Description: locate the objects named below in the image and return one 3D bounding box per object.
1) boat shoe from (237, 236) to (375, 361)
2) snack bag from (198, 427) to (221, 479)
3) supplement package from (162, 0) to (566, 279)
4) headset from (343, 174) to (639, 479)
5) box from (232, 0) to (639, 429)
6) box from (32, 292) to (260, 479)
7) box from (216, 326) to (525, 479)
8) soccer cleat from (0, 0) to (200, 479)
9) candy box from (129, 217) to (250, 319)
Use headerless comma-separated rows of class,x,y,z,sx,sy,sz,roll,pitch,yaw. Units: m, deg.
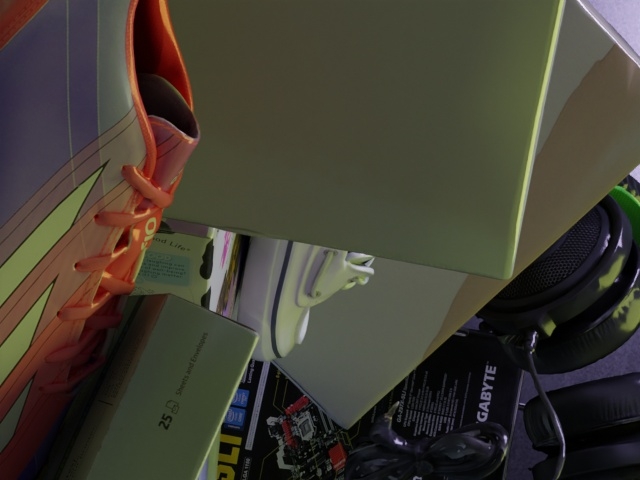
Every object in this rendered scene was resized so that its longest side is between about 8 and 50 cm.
boat shoe,0.000,0.000,1.044,0.226,0.075,0.083,98,3,-56
snack bag,-0.094,0.170,1.227,0.342,0.037,0.323,91,4,-77
supplement package,0.003,-0.151,0.745,0.198,0.199,0.263,-70,170,-73
headset,0.169,0.092,1.393,0.394,0.185,0.243,-32,102,-59
box,0.086,-0.033,1.295,0.311,0.121,0.148,-43,-169,13
box,-0.086,0.091,0.705,0.145,0.038,0.186,-66,-168,-8
box,0.007,0.209,1.475,0.079,0.257,0.322,71,30,-84
soccer cleat,-0.084,-0.009,0.623,0.083,0.095,0.248,-74,173,-60
candy box,-0.074,-0.017,0.965,0.196,0.070,0.165,97,4,-56
